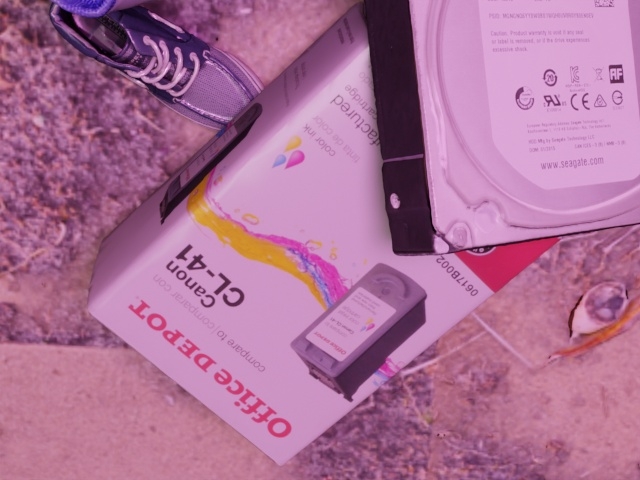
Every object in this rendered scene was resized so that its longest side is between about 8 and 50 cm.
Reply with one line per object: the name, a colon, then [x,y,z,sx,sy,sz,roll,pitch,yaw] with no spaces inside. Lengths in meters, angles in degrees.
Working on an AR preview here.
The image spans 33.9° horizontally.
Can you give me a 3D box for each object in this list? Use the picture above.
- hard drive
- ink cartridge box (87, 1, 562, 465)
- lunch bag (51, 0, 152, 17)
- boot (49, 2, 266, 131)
hard drive: [0.143,-0.169,0.738,0.237,0.064,0.339,-7,91,-29]
ink cartridge box: [0.000,0.000,0.847,0.306,0.131,0.226,-43,110,13]
lunch bag: [-0.228,-0.329,0.671,0.385,0.328,0.239,25,104,-1]
boot: [-0.129,-0.140,0.848,0.190,0.086,0.069,30,107,-5]
